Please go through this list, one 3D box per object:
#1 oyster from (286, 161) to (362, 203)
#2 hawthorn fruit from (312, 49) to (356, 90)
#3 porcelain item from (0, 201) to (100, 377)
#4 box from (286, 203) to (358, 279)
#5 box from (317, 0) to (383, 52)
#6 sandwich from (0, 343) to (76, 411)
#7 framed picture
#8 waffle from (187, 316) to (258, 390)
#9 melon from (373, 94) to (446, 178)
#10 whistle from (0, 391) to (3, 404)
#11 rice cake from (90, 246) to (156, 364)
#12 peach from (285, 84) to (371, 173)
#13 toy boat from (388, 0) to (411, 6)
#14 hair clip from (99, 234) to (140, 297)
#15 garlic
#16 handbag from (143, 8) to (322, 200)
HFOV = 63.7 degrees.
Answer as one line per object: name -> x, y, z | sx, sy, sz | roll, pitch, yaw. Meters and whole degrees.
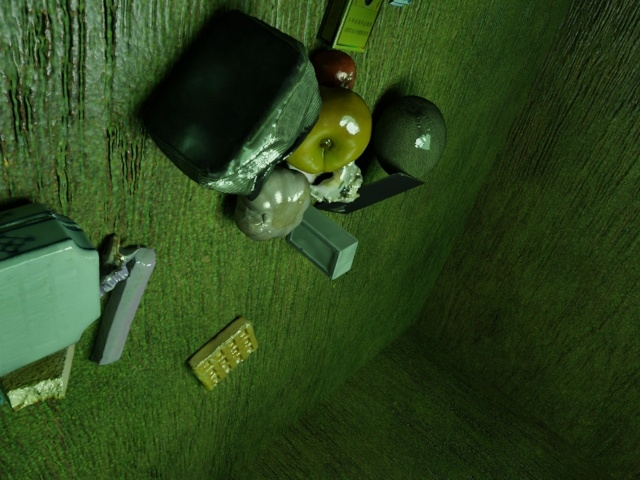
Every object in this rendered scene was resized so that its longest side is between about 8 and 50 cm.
oyster -> -0.002, -0.222, 1.502 | 0.201, 0.107, 0.355 | -45, 130, -10
hawthorn fruit -> 0.032, -0.414, 1.295 | 0.128, 0.128, 0.128 | -38, 151, -26
porcelain item -> -0.560, 0.089, 0.931 | 0.281, 0.157, 0.286 | -25, 145, -40
box -> 0.000, 0.000, 1.652 | 0.086, 0.225, 0.130 | -28, 145, -39
box -> 0.089, -0.577, 1.248 | 0.140, 0.064, 0.220 | -16, 135, -50
sandwich -> -0.588, 0.270, 1.113 | 0.192, 0.162, 0.058 | -28, 143, -41
framed picture -> 0.168, -0.153, 1.748 | 0.323, 0.013, 0.244 | -20, 168, 28
waffle -> -0.336, 0.396, 1.807 | 0.247, 0.055, 0.221 | -40, 152, -22
melon -> 0.292, -0.330, 1.697 | 0.237, 0.237, 0.302 | -43, 158, -17
whistle -> -0.747, 0.339, 1.016 | 0.186, 0.093, 0.274 | -27, 146, -20
rice cake -> -0.490, 0.171, 1.269 | 0.072, 0.056, 0.365 | -5, 128, -54
peach -> 0.005, -0.270, 1.280 | 0.250, 0.153, 0.251 | -3, 150, -2
toy boat -> 0.251, -0.745, 1.302 | 0.210, 0.070, 0.292 | -42, 156, -10
hair clip -> -0.513, 0.111, 1.134 | 0.292, 0.084, 0.106 | -48, -163, -3
garlic -> -0.134, -0.103, 1.387 | 0.227, 0.152, 0.228 | -31, 149, -21
handbag -> -0.159, -0.259, 1.070 | 0.341, 0.247, 0.240 | -53, 166, -2
